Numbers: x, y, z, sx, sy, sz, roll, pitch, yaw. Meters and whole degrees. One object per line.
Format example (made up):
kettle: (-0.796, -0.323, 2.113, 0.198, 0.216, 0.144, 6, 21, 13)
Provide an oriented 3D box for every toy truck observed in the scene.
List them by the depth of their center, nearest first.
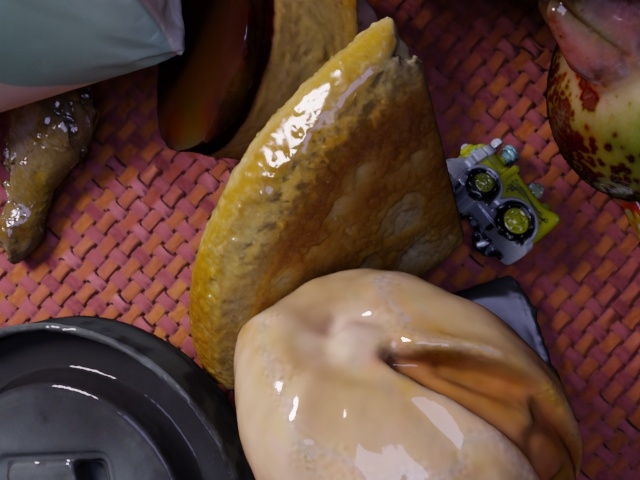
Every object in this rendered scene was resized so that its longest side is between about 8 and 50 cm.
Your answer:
toy truck: (0.160, -0.041, 0.724, 0.077, 0.076, 0.111, -34, 84, -16)

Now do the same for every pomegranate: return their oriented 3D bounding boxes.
pomegranate: (0.257, -0.136, 0.635, 0.247, 0.214, 0.214, 15, 88, -33)

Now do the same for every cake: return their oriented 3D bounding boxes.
cake: (-0.027, -0.148, 0.693, 0.178, 0.185, 0.208, 13, 62, -30)

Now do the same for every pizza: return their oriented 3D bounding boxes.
pizza: (-0.017, -0.009, 0.632, 0.257, 0.268, 0.087, -38, 57, -8)

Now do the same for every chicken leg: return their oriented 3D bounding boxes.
chicken leg: (-0.258, -0.072, 0.750, 0.084, 0.069, 0.198, 21, 96, 5)

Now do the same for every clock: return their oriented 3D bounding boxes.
clock: (-0.204, 0.222, 0.691, 0.324, 0.067, 0.325, 2, 98, 15)

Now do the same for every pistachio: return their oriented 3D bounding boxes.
pistachio: (0.067, 0.155, 0.611, 0.230, 0.230, 0.309, -44, 112, 1)

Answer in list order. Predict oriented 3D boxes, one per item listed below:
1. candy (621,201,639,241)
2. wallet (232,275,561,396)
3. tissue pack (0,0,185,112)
candy: (0.326, 0.006, 0.725, 0.062, 0.038, 0.122, -25, 86, 2)
wallet: (0.069, 0.138, 0.739, 0.285, 0.030, 0.146, -18, 85, 2)
tissue pack: (-0.314, -0.225, 0.621, 0.356, 0.266, 0.194, -14, 60, 12)
